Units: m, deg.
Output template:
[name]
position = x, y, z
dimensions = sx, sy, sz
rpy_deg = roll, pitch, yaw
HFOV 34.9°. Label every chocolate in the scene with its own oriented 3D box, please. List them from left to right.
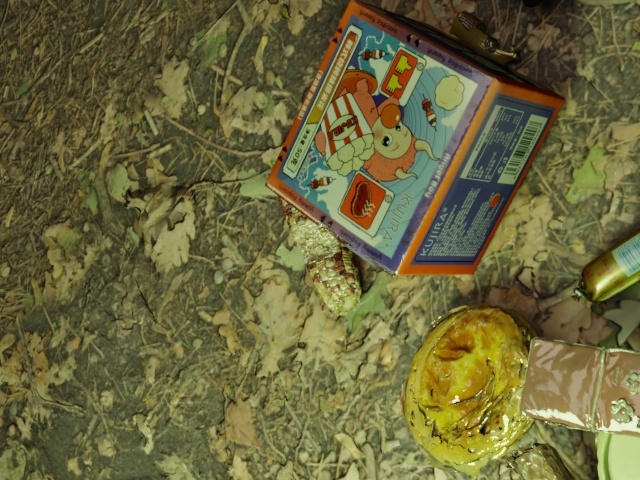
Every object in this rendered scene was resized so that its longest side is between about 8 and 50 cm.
[chocolate]
position = 0.397, 0.435, 1.493
dimensions = 0.329, 0.065, 0.102
rpy_deg = 55, 159, 7

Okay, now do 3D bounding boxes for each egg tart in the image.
[egg tart]
position = 0.260, 0.245, 1.654
dimensions = 0.297, 0.132, 0.297
rpy_deg = -21, 60, 41

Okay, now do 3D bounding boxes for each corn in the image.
[corn]
position = 0.000, 0.000, 1.885
dimensions = 0.098, 0.098, 0.290
rpy_deg = -32, 66, 27

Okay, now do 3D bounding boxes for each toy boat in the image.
[toy boat]
position = 0.285, -0.348, 1.770
dimensions = 0.149, 0.047, 0.049
rpy_deg = 44, 108, 32

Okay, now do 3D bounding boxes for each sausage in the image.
[sausage]
position = 0.528, -0.011, 1.528
dimensions = 0.371, 0.082, 0.082
rpy_deg = -39, 63, 25

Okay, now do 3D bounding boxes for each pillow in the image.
[pillow]
position = 0.401, 0.213, 1.458
dimensions = 0.232, 0.043, 0.126
rpy_deg = 5, 84, 32

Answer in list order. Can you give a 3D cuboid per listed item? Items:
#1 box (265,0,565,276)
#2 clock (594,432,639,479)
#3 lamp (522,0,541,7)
[box]
position = 0.151, -0.163, 1.684
dimensions = 0.318, 0.257, 0.349
rpy_deg = 38, 112, 32
[clock]
position = 0.531, 0.314, 1.448
dimensions = 0.286, 0.117, 0.348
rpy_deg = 44, 108, 32
[lamp]
position = 0.330, -0.518, 1.691
dimensions = 0.198, 0.197, 0.244
rpy_deg = -47, 44, 20
